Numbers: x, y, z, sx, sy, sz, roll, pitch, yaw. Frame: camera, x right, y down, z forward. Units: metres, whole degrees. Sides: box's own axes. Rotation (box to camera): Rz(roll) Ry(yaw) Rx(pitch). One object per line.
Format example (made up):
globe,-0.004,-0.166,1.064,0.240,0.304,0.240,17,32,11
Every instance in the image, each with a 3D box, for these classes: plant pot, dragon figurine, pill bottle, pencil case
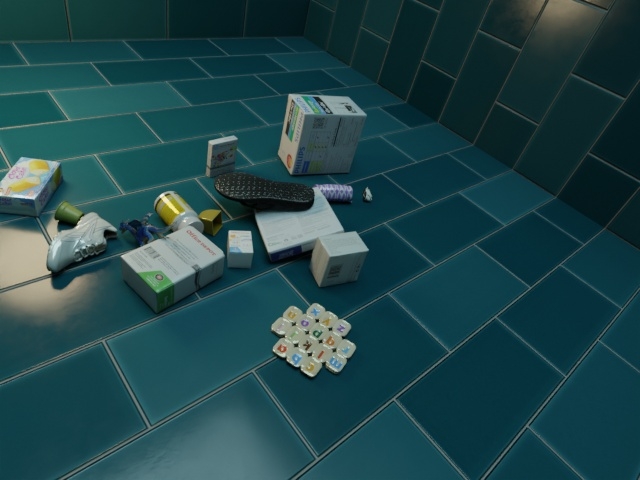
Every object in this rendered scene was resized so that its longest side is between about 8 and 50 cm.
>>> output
plant pot,-0.955,-0.097,1.656,0.079,0.083,0.083,25,39,-10
dragon figurine,-0.649,-0.050,1.596,0.085,0.289,0.144,-32,95,-47
plant pot,-0.466,-0.081,1.801,0.083,0.082,0.081,15,39,11
pill bottle,-0.570,-0.097,1.749,0.119,0.119,0.208,-24,55,-38
pencil case,0.062,-0.238,2.163,0.205,0.087,0.088,2,8,-20

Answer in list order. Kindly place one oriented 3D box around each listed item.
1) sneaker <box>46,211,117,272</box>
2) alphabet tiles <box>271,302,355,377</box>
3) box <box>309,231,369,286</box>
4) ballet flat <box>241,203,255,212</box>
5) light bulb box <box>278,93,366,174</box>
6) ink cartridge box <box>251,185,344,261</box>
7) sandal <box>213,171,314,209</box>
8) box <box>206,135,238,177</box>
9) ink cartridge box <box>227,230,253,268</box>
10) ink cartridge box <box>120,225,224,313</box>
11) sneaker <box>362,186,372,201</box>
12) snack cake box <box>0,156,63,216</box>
sneaker,-0.848,0.009,1.544,0.129,0.111,0.297,24,41,-1
alphabet tiles,-0.024,0.343,1.513,0.284,0.021,0.278,30,41,15
box,0.070,0.074,1.728,0.181,0.181,0.119,-8,46,-27
ballet flat,-0.285,-0.151,1.975,0.168,0.057,0.052,21,10,0
light bulb box,0.000,-0.556,2.290,0.360,0.358,0.225,-6,43,-27
ink cartridge box,-0.103,-0.079,1.861,0.323,0.072,0.330,-17,43,-10
sandal,-0.249,-0.191,1.889,0.445,0.107,0.168,11,45,0
box,-0.474,-0.403,2.081,0.145,0.186,0.038,-25,55,-39
ink cartridge box,-0.321,0.029,1.714,0.092,0.090,0.143,2,43,-17
ink cartridge box,-0.519,0.094,1.545,0.211,0.122,0.289,37,44,23
sneaker,0.247,-0.240,2.269,0.043,0.040,0.109,25,41,-16
snack cake box,-1.147,-0.215,1.705,0.152,0.089,0.265,7,41,-13
